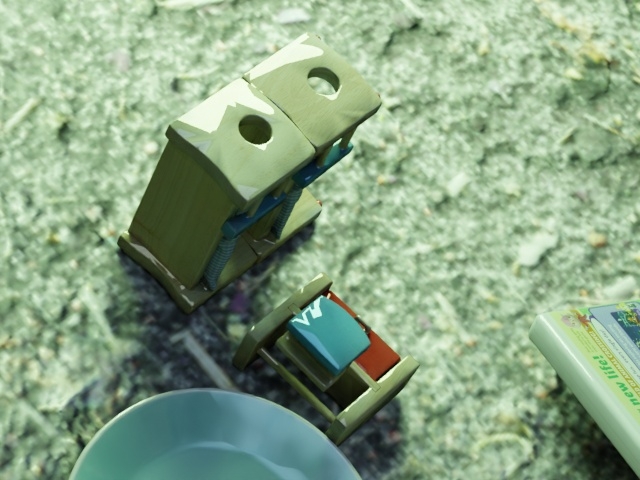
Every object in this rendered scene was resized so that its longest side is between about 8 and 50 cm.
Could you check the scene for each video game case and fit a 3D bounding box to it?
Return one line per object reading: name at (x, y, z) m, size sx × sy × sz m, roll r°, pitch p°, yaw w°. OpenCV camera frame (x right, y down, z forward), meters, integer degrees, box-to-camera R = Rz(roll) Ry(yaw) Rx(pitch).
video game case at (0.261, 0.111, 1.228) m, size 0.193 × 0.023 × 0.212 m, roll -7°, pitch 44°, yaw -32°

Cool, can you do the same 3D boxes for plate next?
plate at (-0.055, 0.171, 1.108) m, size 0.188 × 0.024 × 0.188 m, roll 11°, pitch 55°, yaw -15°

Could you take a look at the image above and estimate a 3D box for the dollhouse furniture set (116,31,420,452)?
dollhouse furniture set at (0.000, 0.000, 1.174) m, size 0.184 × 0.129 × 0.129 m, roll 44°, pitch 53°, yaw 10°
